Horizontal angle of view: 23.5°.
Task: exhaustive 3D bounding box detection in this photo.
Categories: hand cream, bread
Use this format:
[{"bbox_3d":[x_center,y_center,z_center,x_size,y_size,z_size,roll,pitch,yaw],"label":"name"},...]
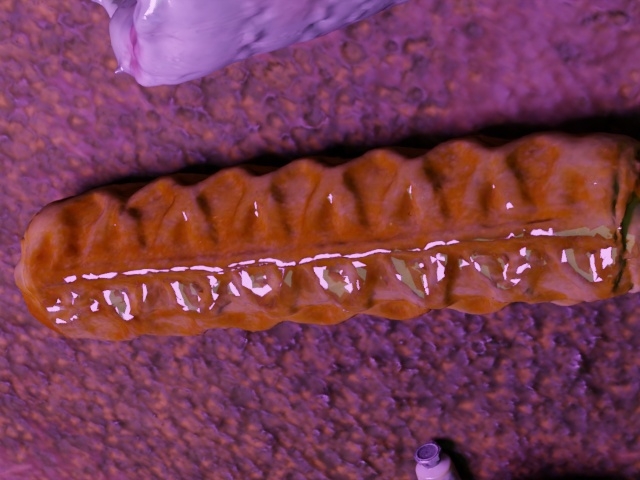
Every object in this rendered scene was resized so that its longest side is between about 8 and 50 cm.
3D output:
[{"bbox_3d":[0.080,0.160,0.913,0.035,0.022,0.102,-12,124,19],"label":"hand cream"},{"bbox_3d":[0.000,0.001,0.791,0.368,0.077,0.084,-6,123,26],"label":"bread"}]

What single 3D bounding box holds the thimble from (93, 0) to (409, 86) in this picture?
[{"bbox_3d":[-0.031,-0.163,0.598,0.149,0.185,0.211,-20,154,-14],"label":"thimble"}]
